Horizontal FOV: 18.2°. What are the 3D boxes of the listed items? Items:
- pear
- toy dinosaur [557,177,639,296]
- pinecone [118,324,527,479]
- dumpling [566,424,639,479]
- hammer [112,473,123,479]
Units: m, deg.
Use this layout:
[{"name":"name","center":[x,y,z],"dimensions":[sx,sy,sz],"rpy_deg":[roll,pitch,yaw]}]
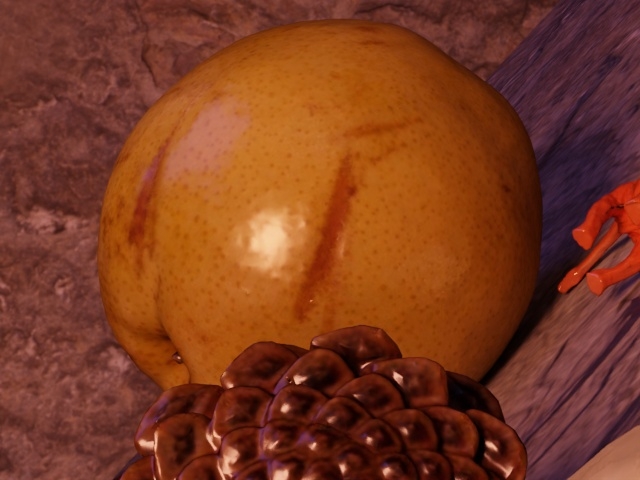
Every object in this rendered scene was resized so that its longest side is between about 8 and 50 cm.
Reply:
[{"name":"pear","center":[0.000,0.000,1.381],"dimensions":[0.314,0.314,0.314],"rpy_deg":[-45,5,5]},{"name":"toy dinosaur","center":[0.198,-0.011,1.242],"dimensions":[0.101,0.055,0.279],"rpy_deg":[-38,-1,-31]},{"name":"pinecone","center":[0.000,0.145,0.878],"dimensions":[0.208,0.208,0.208],"rpy_deg":[-45,5,5]},{"name":"dumpling","center":[0.135,0.103,0.619],"dimensions":[0.155,0.111,0.181],"rpy_deg":[-8,-15,-42]},{"name":"hammer","center":[-0.149,0.179,1.255],"dimensions":[0.242,0.095,0.409],"rpy_deg":[-15,-14,-47]}]
